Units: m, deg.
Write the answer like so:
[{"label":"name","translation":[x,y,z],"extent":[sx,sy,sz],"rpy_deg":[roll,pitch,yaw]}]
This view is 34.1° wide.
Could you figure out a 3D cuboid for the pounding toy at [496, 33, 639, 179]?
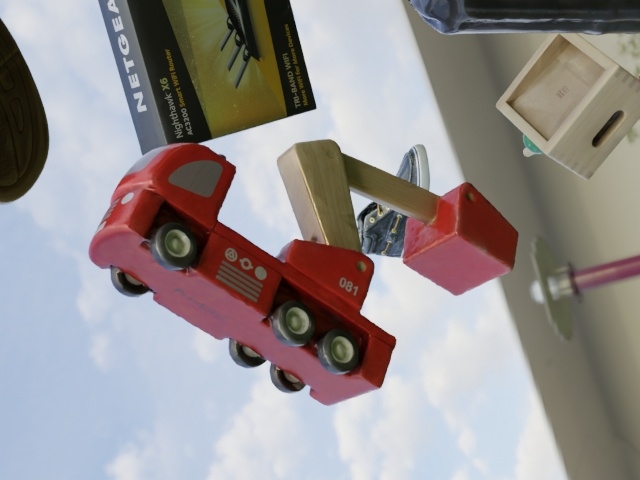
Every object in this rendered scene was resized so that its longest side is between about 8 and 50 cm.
[{"label":"pounding toy","translation":[0.260,-0.133,1.094],"extent":[0.100,0.141,0.130],"rpy_deg":[24,-159,-35]}]

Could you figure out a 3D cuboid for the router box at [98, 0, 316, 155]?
[{"label":"router box","translation":[-0.155,-0.289,1.369],"extent":[0.243,0.081,0.309],"rpy_deg":[-22,-78,-34]}]

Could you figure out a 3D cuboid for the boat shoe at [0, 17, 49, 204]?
[{"label":"boat shoe","translation":[-0.319,-0.152,0.679],"extent":[0.341,0.110,0.122],"rpy_deg":[51,-133,-29]}]

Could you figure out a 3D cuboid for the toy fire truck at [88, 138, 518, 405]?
[{"label":"toy fire truck","translation":[0.000,0.000,0.490],"extent":[0.192,0.047,0.135],"rpy_deg":[34,-126,-20]}]

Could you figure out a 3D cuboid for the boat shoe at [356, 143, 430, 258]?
[{"label":"boat shoe","translation":[0.102,-0.052,1.488],"extent":[0.065,0.083,0.183],"rpy_deg":[-110,24,-56]}]

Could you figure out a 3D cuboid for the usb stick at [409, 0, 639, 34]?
[{"label":"usb stick","translation":[0.165,-0.121,0.456],"extent":[0.077,0.278,0.045],"rpy_deg":[-110,23,-43]}]
